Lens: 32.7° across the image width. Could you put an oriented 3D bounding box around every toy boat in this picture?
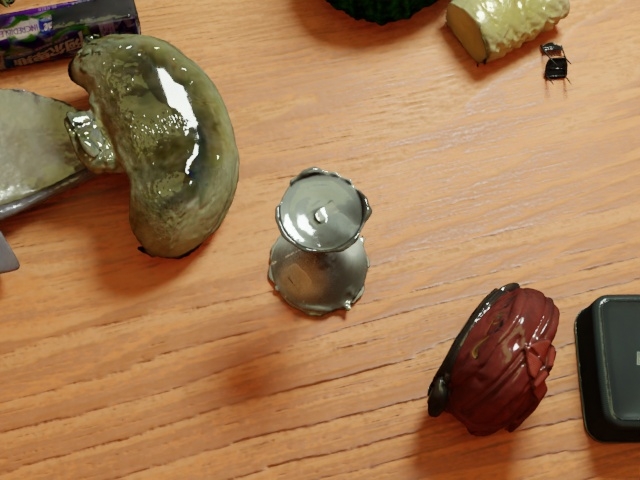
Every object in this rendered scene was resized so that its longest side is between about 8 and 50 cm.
[{"bbox_3d":[-0.471,-0.111,1.586,0.276,0.111,0.293,39,63,5],"label":"toy boat"}]

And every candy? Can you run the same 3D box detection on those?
[{"bbox_3d":[-0.431,-0.311,1.661,0.312,0.088,0.061,-13,70,-7],"label":"candy"}]

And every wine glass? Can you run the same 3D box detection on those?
[{"bbox_3d":[0.000,0.000,1.487,0.156,0.232,0.156,1,70,-1],"label":"wine glass"}]

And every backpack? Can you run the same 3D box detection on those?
[{"bbox_3d":[0.244,0.158,1.447,0.139,0.229,0.229,34,72,6],"label":"backpack"}]

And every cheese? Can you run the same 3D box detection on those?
[{"bbox_3d":[0.293,-0.362,1.707,0.167,0.094,0.123,-32,72,-13],"label":"cheese"}]

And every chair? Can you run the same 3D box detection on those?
[{"bbox_3d":[0.370,-0.275,1.713,0.037,0.042,0.086,-1,34,-4],"label":"chair"}]

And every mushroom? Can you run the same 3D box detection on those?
[{"bbox_3d":[-0.234,-0.153,1.555,0.247,0.130,0.344,-3,67,-35],"label":"mushroom"}]

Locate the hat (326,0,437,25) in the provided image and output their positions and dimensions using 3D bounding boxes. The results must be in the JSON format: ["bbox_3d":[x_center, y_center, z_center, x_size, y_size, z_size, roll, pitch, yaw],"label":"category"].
[{"bbox_3d":[0.119,-0.490,1.622,0.242,0.332,0.274,38,75,13],"label":"hat"}]

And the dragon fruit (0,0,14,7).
[{"bbox_3d":[-0.571,-0.466,1.646,0.244,0.244,0.299,-16,77,-8],"label":"dragon fruit"}]

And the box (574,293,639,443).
[{"bbox_3d":[0.441,0.175,1.517,0.144,0.090,0.201,1,69,-3],"label":"box"}]
